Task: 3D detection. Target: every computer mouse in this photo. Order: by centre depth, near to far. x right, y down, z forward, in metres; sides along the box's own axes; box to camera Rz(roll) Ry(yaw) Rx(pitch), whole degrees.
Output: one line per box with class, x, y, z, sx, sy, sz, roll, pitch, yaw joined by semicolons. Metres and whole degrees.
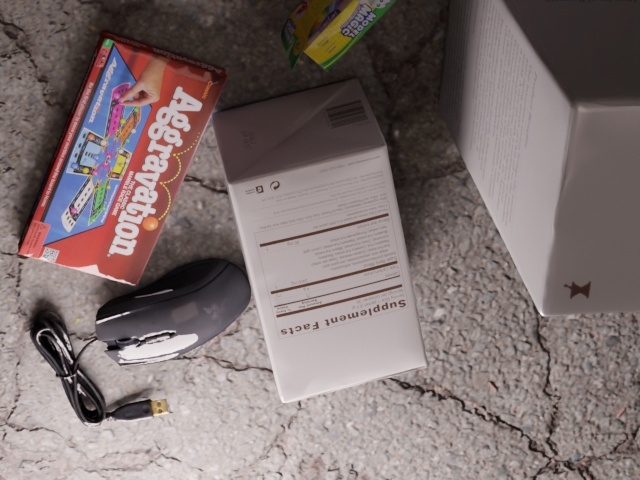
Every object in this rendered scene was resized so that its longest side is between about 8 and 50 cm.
computer mouse;-0.193;0.135;2.225;0.262;0.060;0.184;-18;120;1

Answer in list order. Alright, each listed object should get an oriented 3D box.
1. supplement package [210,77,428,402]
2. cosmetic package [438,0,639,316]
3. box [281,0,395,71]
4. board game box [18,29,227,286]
supplement package;0.000;0.000;2.114;0.175;0.177;0.293;-14;122;-3
cosmetic package;0.252;-0.137;1.921;0.162;0.453;0.230;-1;120;-10
box;0.031;-0.255;2.016;0.179;0.105;0.043;-43;117;15
board game box;-0.222;-0.087;2.112;0.145;0.027;0.281;16;115;-20
